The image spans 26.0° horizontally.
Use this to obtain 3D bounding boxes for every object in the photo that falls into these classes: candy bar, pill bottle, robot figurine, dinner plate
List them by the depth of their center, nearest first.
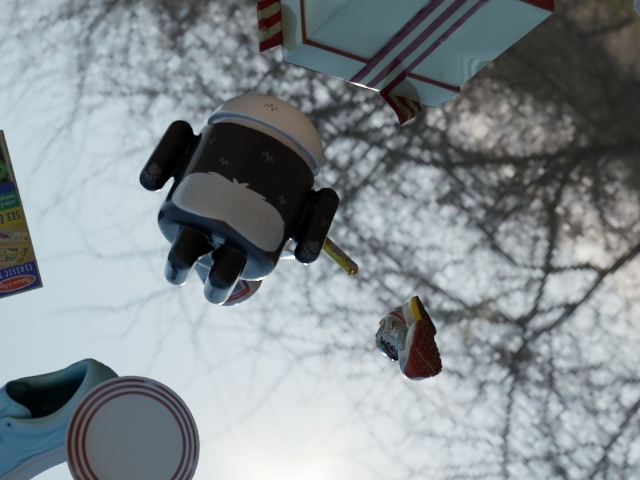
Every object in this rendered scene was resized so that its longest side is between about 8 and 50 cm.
[{"bbox_3d":[-0.188,0.206,1.397,0.141,0.141,0.017,42,-176,8],"label":"dinner plate"},{"bbox_3d":[-0.106,-0.058,1.812,0.174,0.278,0.209,1,149,45],"label":"robot figurine"},{"bbox_3d":[0.000,0.000,2.250,0.161,0.018,0.040,43,-159,13],"label":"candy bar"},{"bbox_3d":[-0.193,0.019,2.569,0.193,0.108,0.108,62,180,-32],"label":"pill bottle"}]

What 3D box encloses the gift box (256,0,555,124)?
[{"bbox_3d":[0.084,-0.297,1.572,0.255,0.258,0.276,18,-122,-27],"label":"gift box"}]

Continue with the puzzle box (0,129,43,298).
[{"bbox_3d":[-0.673,-0.001,2.206,0.052,0.409,0.272,-169,64,-69],"label":"puzzle box"}]

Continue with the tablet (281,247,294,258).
[{"bbox_3d":[-0.068,0.018,2.047,0.083,0.006,0.054,-2,164,44],"label":"tablet"}]

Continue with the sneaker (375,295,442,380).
[{"bbox_3d":[0.139,0.172,2.234,0.088,0.093,0.225,60,-170,-15],"label":"sneaker"}]

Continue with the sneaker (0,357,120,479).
[{"bbox_3d":[-0.451,0.265,1.994,0.150,0.366,0.135,63,-179,-38],"label":"sneaker"}]

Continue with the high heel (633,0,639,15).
[{"bbox_3d":[0.693,-0.381,2.167,0.377,0.127,0.181,12,-151,32],"label":"high heel"}]
